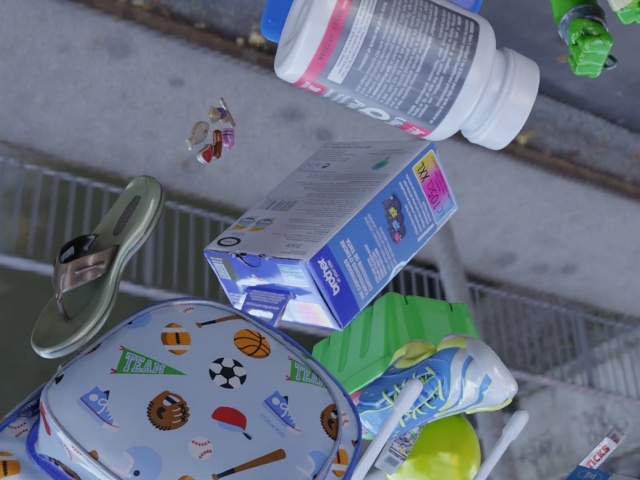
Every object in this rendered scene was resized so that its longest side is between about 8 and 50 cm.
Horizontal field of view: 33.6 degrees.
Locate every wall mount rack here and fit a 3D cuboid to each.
[{"bbox_3d":[0.113,0.318,1.115,0.130,0.304,0.350,-14,156,39],"label":"wall mount rack"}]

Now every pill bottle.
[{"bbox_3d":[0.116,-0.235,1.376,0.318,0.176,0.176,21,144,-14],"label":"pill bottle"}]

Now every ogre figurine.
[{"bbox_3d":[0.185,-0.224,0.707,0.097,0.118,0.197,-16,121,-3],"label":"ogre figurine"}]

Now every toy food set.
[{"bbox_3d":[-0.158,-0.160,1.607,0.019,0.122,0.078,-1,133,29],"label":"toy food set"}]

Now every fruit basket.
[{"bbox_3d":[0.148,0.319,1.869,0.283,0.392,0.392,10,147,-26],"label":"fruit basket"}]

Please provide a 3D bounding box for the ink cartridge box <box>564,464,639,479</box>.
[{"bbox_3d":[0.383,0.340,1.216,0.231,0.078,0.134,7,-165,31],"label":"ink cartridge box"}]

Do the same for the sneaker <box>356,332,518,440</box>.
[{"bbox_3d":[0.112,0.167,1.108,0.091,0.126,0.240,50,164,-4],"label":"sneaker"}]

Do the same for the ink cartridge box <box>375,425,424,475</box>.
[{"bbox_3d":[0.119,0.260,1.445,0.029,0.115,0.063,33,147,4],"label":"ink cartridge box"}]

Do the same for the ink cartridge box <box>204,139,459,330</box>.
[{"bbox_3d":[0.000,0.000,1.741,0.270,0.395,0.151,5,128,49],"label":"ink cartridge box"}]

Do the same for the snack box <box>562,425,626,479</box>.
[{"bbox_3d":[0.347,0.328,1.449,0.178,0.022,0.064,-53,163,19],"label":"snack box"}]

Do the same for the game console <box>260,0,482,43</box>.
[{"bbox_3d":[0.089,-0.385,1.528,0.250,0.293,0.173,28,-167,35],"label":"game console"}]

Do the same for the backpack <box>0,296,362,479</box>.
[{"bbox_3d":[-0.102,0.164,0.801,0.276,0.263,0.213,40,127,4],"label":"backpack"}]

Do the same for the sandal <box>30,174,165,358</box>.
[{"bbox_3d":[-0.332,0.026,1.510,0.120,0.302,0.086,11,158,43],"label":"sandal"}]
